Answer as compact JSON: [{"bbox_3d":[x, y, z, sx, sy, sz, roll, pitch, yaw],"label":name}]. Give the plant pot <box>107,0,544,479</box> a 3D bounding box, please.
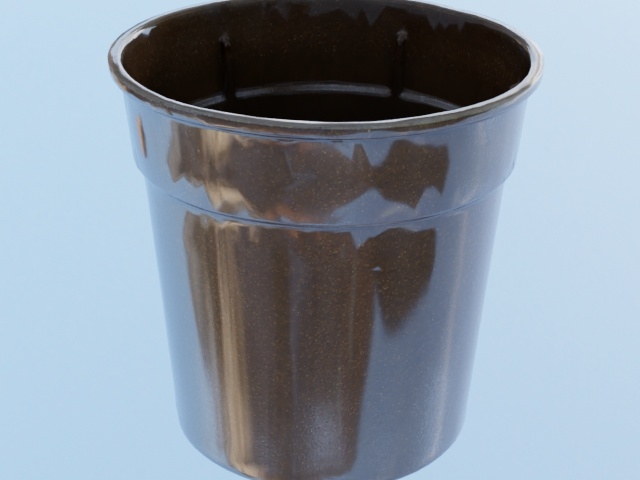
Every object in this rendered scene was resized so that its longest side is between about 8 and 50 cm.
[{"bbox_3d":[0.000,0.000,0.569,0.167,0.165,0.167,1,-154,-1],"label":"plant pot"}]
